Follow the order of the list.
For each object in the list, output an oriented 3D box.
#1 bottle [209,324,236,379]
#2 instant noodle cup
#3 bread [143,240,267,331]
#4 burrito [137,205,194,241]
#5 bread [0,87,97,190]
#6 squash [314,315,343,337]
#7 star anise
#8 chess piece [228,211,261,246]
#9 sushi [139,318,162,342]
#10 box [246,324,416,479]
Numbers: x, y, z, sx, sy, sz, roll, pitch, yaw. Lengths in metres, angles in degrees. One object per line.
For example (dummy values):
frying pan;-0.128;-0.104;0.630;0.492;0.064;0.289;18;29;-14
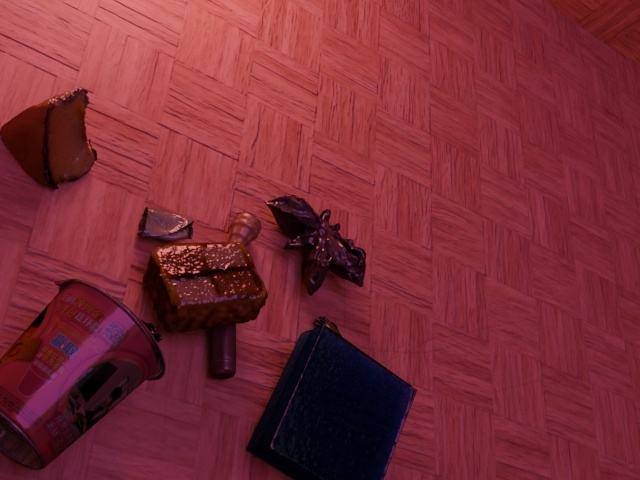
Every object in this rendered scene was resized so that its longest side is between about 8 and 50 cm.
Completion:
bottle;-0.195;0.205;1.647;0.053;0.053;0.140;16;56;-32
instant noodle cup;-0.423;0.226;1.345;0.244;0.244;0.255;48;53;-7
bread;-0.226;0.084;1.623;0.222;0.096;0.182;-4;54;-29
burrito;-0.314;-0.026;1.688;0.118;0.044;0.074;16;54;-29
bread;-0.495;-0.192;1.578;0.140;0.169;0.160;-41;109;-46
squash;0.040;0.249;1.820;0.052;0.052;0.184;-10;69;-42
star anise;0.003;0.004;1.888;0.198;0.110;0.258;-13;68;-43
chess piece;-0.179;0.004;1.774;0.066;0.066;0.122;38;53;-16
sushi;-0.345;0.180;1.517;0.083;0.084;0.056;-1;66;-38
box;0.028;0.361;1.674;0.261;0.116;0.279;36;59;-16
